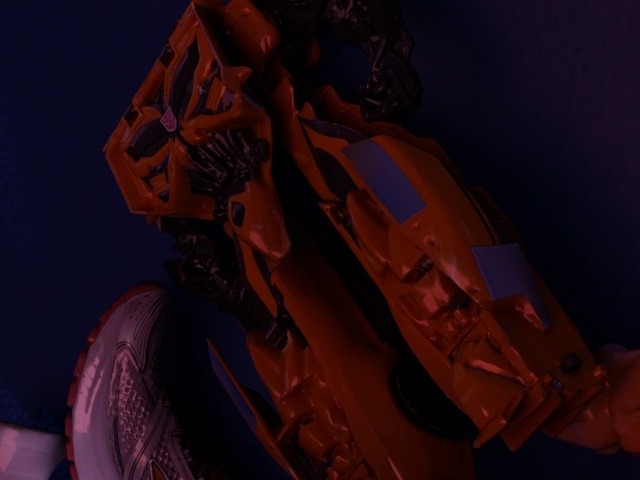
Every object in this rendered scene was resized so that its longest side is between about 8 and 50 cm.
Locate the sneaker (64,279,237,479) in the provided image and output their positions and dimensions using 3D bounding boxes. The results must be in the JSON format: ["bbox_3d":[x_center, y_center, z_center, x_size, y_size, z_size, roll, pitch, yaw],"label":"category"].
[{"bbox_3d":[-0.071,0.130,1.036,0.092,0.088,0.225,-4,102,18],"label":"sneaker"}]

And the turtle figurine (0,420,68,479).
[{"bbox_3d":[-0.200,0.234,1.108,0.197,0.274,0.266,-2,77,52],"label":"turtle figurine"}]

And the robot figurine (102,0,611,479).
[{"bbox_3d":[0.000,0.000,0.932,0.291,0.085,0.211,54,130,23],"label":"robot figurine"}]

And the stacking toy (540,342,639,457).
[{"bbox_3d":[0.211,0.063,0.832,0.301,0.175,0.166,-10,92,42],"label":"stacking toy"}]
